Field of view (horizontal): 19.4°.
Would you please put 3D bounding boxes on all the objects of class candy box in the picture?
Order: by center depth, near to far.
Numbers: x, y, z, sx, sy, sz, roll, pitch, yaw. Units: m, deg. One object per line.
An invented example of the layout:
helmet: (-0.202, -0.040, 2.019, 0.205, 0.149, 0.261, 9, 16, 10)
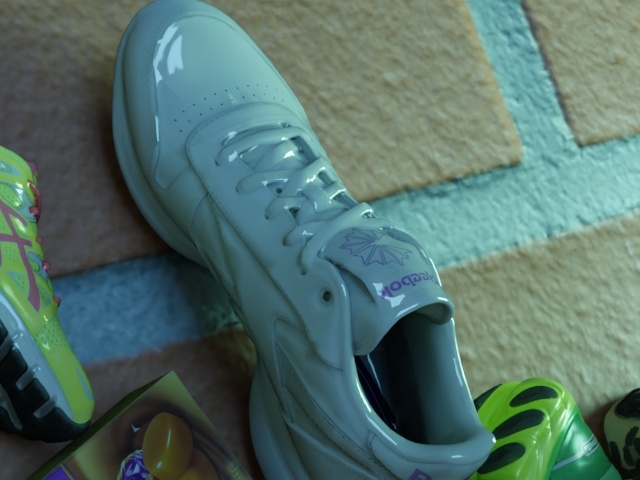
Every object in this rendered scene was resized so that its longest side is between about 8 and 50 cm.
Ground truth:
candy box: (-0.109, 0.160, 0.886, 0.187, 0.053, 0.109, -40, 97, -36)

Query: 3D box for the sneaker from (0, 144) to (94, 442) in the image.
sneaker: (-0.160, -0.001, 0.896, 0.094, 0.081, 0.208, -33, 92, -40)

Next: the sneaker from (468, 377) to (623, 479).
sneaker: (0.090, 0.211, 0.963, 0.123, 0.109, 0.295, 40, 60, -21)

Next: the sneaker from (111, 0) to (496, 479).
sneaker: (0.000, 0.000, 0.959, 0.114, 0.152, 0.305, -23, 85, -36)

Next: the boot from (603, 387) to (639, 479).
boot: (0.262, 0.077, 1.021, 0.377, 0.284, 0.138, 49, 54, -10)
